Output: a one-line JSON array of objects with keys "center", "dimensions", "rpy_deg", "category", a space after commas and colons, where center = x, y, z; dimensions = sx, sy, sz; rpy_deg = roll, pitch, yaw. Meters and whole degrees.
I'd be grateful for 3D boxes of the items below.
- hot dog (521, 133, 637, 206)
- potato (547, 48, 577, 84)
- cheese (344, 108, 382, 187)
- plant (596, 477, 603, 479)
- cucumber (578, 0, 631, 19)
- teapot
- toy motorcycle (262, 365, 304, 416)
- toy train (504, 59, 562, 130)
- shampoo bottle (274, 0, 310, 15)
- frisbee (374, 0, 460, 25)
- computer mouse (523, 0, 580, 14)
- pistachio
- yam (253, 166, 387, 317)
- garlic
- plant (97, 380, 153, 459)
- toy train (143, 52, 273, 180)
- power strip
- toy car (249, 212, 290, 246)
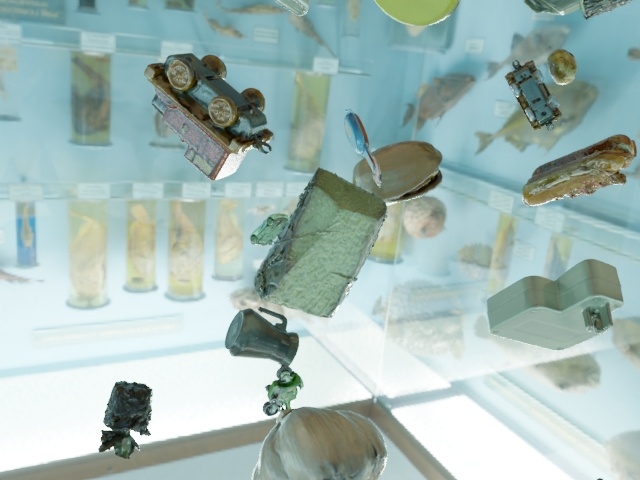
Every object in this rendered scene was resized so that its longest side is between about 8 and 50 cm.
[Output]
[{"center": [0.720, -0.180, 1.748], "dimensions": [0.158, 0.117, 0.349], "rpy_deg": [-45, -169, -31], "category": "hot dog"}, {"center": [0.713, -0.512, 1.843], "dimensions": [0.080, 0.107, 0.170], "rpy_deg": [-12, -173, 24], "category": "potato"}, {"center": [0.109, -0.245, 1.609], "dimensions": [0.037, 0.106, 0.256], "rpy_deg": [-18, -126, -9], "category": "cheese"}, {"center": [0.731, 0.662, 1.627], "dimensions": [0.051, 0.102, 0.051], "rpy_deg": [2, -171, 0], "category": "plant"}, {"center": [0.838, -0.670, 1.577], "dimensions": [0.359, 0.096, 0.096], "rpy_deg": [-18, -169, 16], "category": "cucumber"}, {"center": [-0.196, 0.329, 2.153], "dimensions": [0.225, 0.171, 0.203], "rpy_deg": [25, -129, -23], "category": "teapot"}, {"center": [-0.111, 0.469, 1.939], "dimensions": [0.106, 0.190, 0.074], "rpy_deg": [12, -158, -24], "category": "toy motorcycle"}, {"center": [0.595, -0.405, 1.751], "dimensions": [0.089, 0.219, 0.127], "rpy_deg": [-29, -178, 18], "category": "toy train"}, {"center": [-0.045, -0.661, 1.401], "dimensions": [0.153, 0.284, 0.071], "rpy_deg": [27, 165, -16], "category": "shampoo bottle"}, {"center": [0.197, -0.570, 1.352], "dimensions": [0.236, 0.236, 0.017], "rpy_deg": [16, -128, 29], "category": "frisbee"}, {"center": [0.657, -0.868, 1.925], "dimensions": [0.429, 0.228, 0.145], "rpy_deg": [38, -155, -8], "category": "computer mouse"}, {"center": [0.223, -0.190, 1.815], "dimensions": [0.288, 0.166, 0.197], "rpy_deg": [-19, -139, -6], "category": "pistachio"}, {"center": [0.002, -0.001, 1.321], "dimensions": [0.202, 0.271, 0.201], "rpy_deg": [23, -160, -18], "category": "yam"}, {"center": [0.000, 0.506, 1.421], "dimensions": [0.322, 0.322, 0.241], "rpy_deg": [6, -131, -2], "category": "garlic"}, {"center": [-0.543, 0.501, 1.753], "dimensions": [0.142, 0.203, 0.131], "rpy_deg": [5, -173, -34], "category": "plant"}, {"center": [-0.279, -0.309, 1.576], "dimensions": [0.369, 0.231, 0.163], "rpy_deg": [41, -149, 9], "category": "toy train"}, {"center": [0.524, 0.163, 1.347], "dimensions": [0.230, 0.261, 0.141], "rpy_deg": [17, -126, -22], "category": "power strip"}, {"center": [-0.177, -0.043, 2.206], "dimensions": [0.093, 0.186, 0.058], "rpy_deg": [11, -133, -39], "category": "toy car"}]
